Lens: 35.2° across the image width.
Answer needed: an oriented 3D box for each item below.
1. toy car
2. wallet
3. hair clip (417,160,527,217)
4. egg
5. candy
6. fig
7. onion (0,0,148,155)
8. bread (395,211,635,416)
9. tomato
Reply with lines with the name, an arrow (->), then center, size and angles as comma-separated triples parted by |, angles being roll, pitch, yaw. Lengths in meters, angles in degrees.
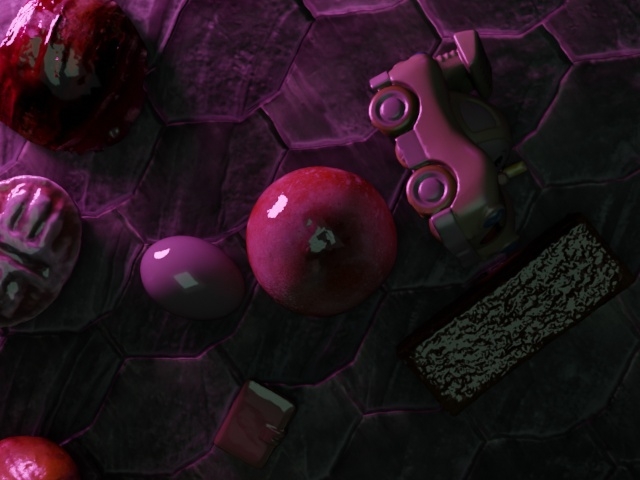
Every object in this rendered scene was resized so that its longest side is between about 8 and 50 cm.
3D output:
toy car -> 0.240, -0.149, 1.701 | 0.226, 0.242, 0.336 | -28, 68, 9
wallet -> -0.119, 0.344, 1.893 | 0.118, 0.039, 0.153 | 31, 99, 4
hair clip -> 0.274, -0.090, 1.824 | 0.213, 0.056, 0.062 | -25, 92, 6
egg -> -0.231, 0.071, 1.831 | 0.198, 0.146, 0.146 | 28, 95, -4
candy -> -0.557, 0.018, 1.852 | 0.214, 0.157, 0.290 | 30, 89, -12
fig -> -0.541, 0.473, 1.849 | 0.263, 0.224, 0.224 | -14, 92, 37
onion -> -0.456, -0.313, 1.829 | 0.280, 0.146, 0.314 | 28, 93, 7
bread -> 0.344, 0.132, 1.805 | 0.416, 0.113, 0.165 | -38, 89, 7
tomato -> 0.000, 0.000, 1.769 | 0.270, 0.227, 0.270 | 0, 91, 2
